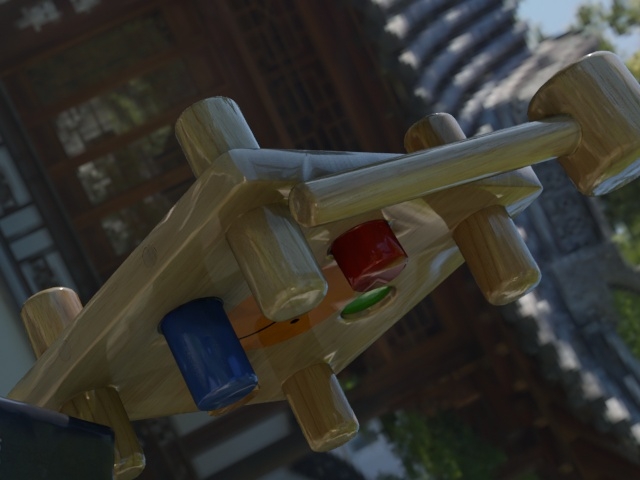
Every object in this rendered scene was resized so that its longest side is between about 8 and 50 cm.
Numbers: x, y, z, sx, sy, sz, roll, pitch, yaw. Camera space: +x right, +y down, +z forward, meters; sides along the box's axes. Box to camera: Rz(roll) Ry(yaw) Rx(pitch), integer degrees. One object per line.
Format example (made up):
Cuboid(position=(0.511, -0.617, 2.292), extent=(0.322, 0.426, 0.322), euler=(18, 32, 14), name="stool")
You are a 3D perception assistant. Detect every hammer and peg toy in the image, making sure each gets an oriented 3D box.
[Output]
Cuboid(position=(0.000, 0.000, 0.789), extent=(0.361, 0.266, 0.127), euler=(-45, -119, 37), name="hammer and peg toy")

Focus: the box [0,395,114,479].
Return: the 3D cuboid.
Cuboid(position=(-0.428, 0.215, 0.634), extent=(0.471, 0.480, 0.297), euler=(24, 55, -43), name="box")
